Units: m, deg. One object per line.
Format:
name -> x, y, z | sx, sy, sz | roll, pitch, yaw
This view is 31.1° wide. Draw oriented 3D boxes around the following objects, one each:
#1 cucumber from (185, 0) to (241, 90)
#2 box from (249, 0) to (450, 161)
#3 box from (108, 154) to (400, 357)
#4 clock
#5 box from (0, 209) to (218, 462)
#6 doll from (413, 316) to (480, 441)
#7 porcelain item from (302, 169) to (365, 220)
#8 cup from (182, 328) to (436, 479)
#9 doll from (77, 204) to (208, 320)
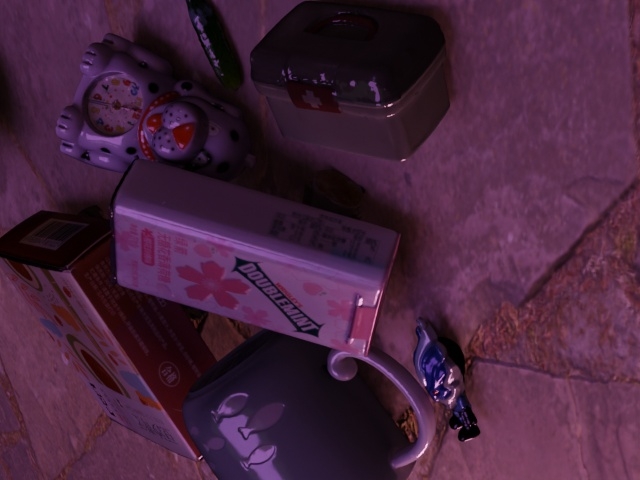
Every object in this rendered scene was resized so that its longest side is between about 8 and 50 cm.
cucumber -> -0.141, -0.262, 1.489 | 0.037, 0.037, 0.155 | -4, 119, 45
box -> 0.037, -0.184, 1.305 | 0.210, 0.148, 0.129 | 15, 142, 35
box -> -0.093, 0.021, 1.493 | 0.369, 0.112, 0.190 | 18, 139, 5
clock -> -0.206, -0.150, 1.553 | 0.254, 0.189, 0.189 | 25, 136, 18
box -> -0.329, 0.144, 1.855 | 0.344, 0.122, 0.385 | 8, 133, 56
doll -> 0.167, 0.180, 1.545 | 0.195, 0.070, 0.096 | 66, 169, -26
porcelain item -> 0.000, 0.000, 1.558 | 0.084, 0.054, 0.213 | 37, 139, 16
cup -> -0.008, 0.254, 1.635 | 0.356, 0.259, 0.274 | -33, 96, 36
doll -> -0.272, 0.031, 1.825 | 0.286, 0.091, 0.203 | -5, 107, 47
